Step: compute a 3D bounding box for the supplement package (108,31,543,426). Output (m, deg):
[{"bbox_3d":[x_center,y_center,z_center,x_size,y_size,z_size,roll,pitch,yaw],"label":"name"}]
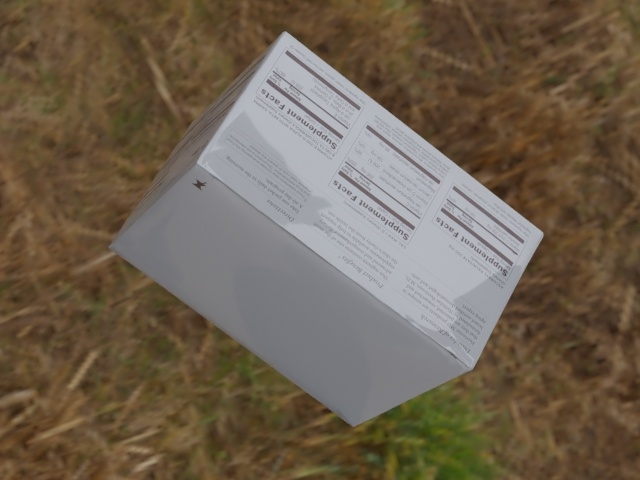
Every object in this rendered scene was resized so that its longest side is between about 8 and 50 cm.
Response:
[{"bbox_3d":[0.000,0.000,1.347,0.262,0.204,0.145,38,59,-10],"label":"supplement package"}]
